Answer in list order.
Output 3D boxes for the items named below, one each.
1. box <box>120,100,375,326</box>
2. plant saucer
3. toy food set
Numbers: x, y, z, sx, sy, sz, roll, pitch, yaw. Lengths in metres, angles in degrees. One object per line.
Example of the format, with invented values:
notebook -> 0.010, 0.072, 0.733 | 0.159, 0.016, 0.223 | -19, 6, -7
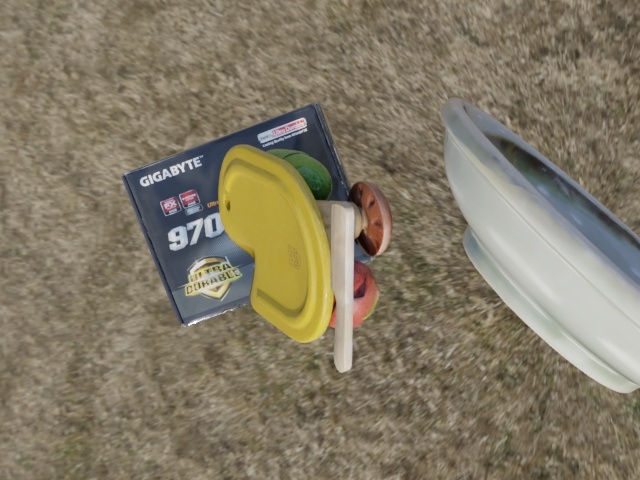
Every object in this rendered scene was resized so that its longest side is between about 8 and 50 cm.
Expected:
box -> -0.072, -0.027, 1.107 | 0.220, 0.051, 0.175 | -19, 97, 7
plant saucer -> 0.241, 0.032, 0.978 | 0.400, 0.400, 0.100 | 44, 106, 11
toy food set -> 0.000, 0.000, 0.730 | 0.071, 0.218, 0.128 | -12, 111, -24
